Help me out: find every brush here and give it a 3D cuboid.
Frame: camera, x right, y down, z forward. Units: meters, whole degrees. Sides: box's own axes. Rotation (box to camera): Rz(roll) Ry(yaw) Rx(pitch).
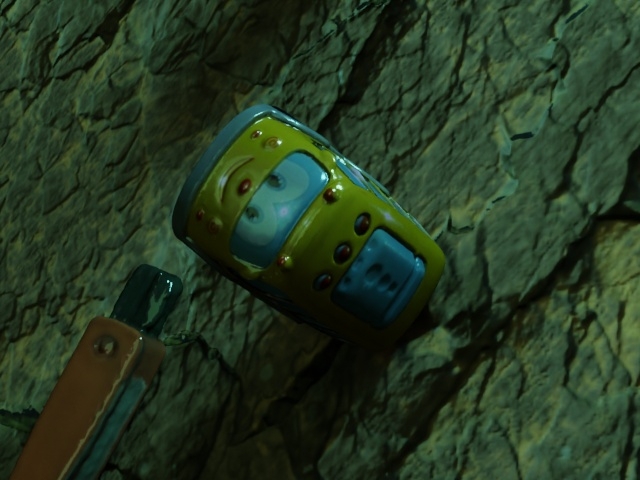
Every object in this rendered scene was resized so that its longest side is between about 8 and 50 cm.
[{"bbox_3d":[-0.206,0.167,1.486,0.070,0.051,0.323,22,78,39],"label":"brush"}]

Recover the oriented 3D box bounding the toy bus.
[{"bbox_3d":[0.000,0.000,1.298,0.136,0.209,0.126,35,89,36],"label":"toy bus"}]
